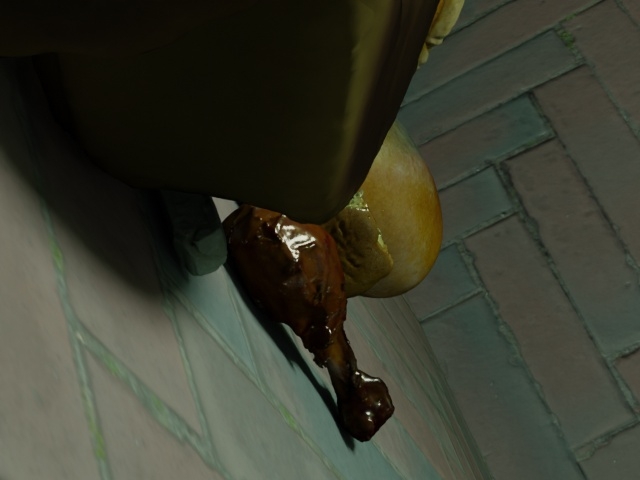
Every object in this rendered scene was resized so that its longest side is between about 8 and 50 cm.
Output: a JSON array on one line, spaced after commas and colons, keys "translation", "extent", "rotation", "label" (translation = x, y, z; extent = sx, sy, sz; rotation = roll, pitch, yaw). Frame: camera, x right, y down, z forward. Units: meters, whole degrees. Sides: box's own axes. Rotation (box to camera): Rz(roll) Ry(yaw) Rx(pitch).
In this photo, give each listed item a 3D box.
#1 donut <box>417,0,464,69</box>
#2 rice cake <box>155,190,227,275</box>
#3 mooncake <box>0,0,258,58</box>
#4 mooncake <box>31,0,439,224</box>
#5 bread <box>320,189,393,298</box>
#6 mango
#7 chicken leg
[{"translation": [-0.011, -0.396, 1.595], "extent": [0.449, 0.449, 0.198], "rotation": [61, 33, -8], "label": "donut"}, {"translation": [-0.119, -0.068, 0.991], "extent": [0.045, 0.042, 0.245], "rotation": [78, -9, -47], "label": "rice cake"}, {"translation": [-0.121, -0.244, 0.485], "extent": [0.324, 0.324, 0.187], "rotation": [58, 7, -33], "label": "mooncake"}, {"translation": [-0.032, -0.214, 0.838], "extent": [0.394, 0.246, 0.393], "rotation": [49, 55, -80], "label": "mooncake"}, {"translation": [0.000, 0.000, 1.279], "extent": [0.140, 0.128, 0.069], "rotation": [58, 3, -24], "label": "bread"}, {"translation": [0.008, -0.075, 1.414], "extent": [0.384, 0.199, 0.221], "rotation": [42, 21, -35], "label": "mango"}, {"translation": [0.000, 0.078, 1.183], "extent": [0.304, 0.093, 0.113], "rotation": [63, -7, -36], "label": "chicken leg"}]
